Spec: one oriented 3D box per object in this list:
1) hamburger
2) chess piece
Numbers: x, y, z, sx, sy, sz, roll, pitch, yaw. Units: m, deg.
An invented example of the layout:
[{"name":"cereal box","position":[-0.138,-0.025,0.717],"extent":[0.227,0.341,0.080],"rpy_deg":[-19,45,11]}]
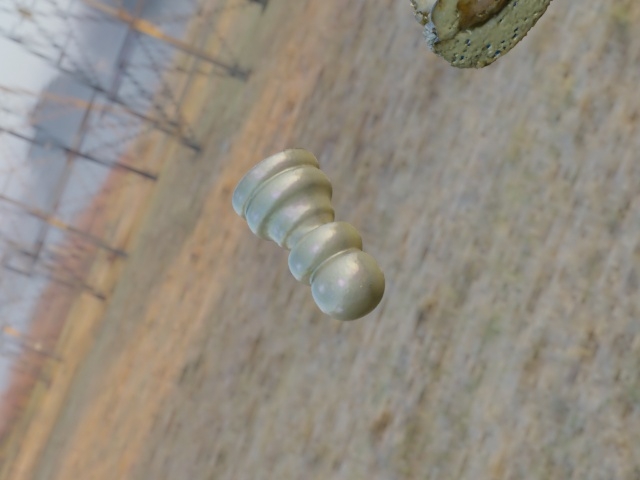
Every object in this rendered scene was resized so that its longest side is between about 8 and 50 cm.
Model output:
[{"name":"hamburger","position":[0.112,-0.198,1.002],"extent":[0.176,0.087,0.102],"rpy_deg":[-63,31,9]},{"name":"chess piece","position":[0.000,0.000,1.468],"extent":[0.094,0.170,0.094],"rpy_deg":[-30,-27,-17]}]
